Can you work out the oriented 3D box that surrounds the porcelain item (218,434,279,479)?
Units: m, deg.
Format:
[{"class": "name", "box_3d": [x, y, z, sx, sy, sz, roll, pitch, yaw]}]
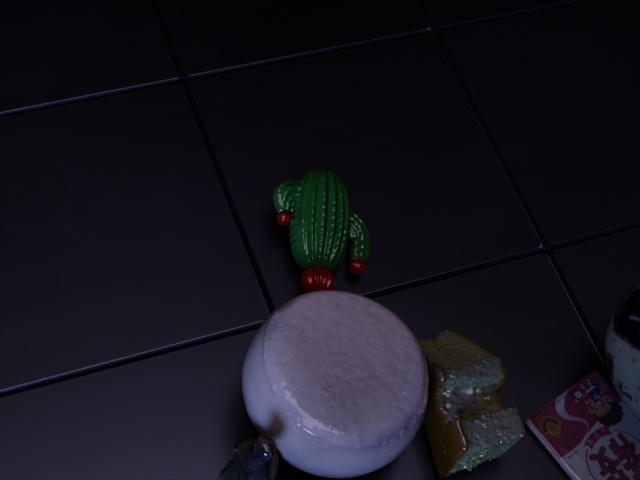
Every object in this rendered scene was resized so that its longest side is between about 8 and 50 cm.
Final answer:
[{"class": "porcelain item", "box_3d": [-0.094, 0.314, 1.670, 0.069, 0.216, 0.081, -10, 63, -17]}]

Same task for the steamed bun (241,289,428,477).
[{"class": "steamed bun", "box_3d": [0.015, 0.222, 1.764, 0.283, 0.177, 0.283, 12, 51, -15]}]

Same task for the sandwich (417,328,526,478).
[{"class": "sandwich", "box_3d": [0.211, 0.230, 1.831, 0.122, 0.128, 0.236, -6, 61, -23]}]

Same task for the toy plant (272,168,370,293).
[{"class": "toy plant", "box_3d": [0.009, -0.007, 1.959, 0.154, 0.088, 0.240, -10, 68, -32]}]

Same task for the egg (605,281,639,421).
[{"class": "egg", "box_3d": [0.619, 0.197, 1.831, 0.379, 0.287, 0.287, 36, 59, -4]}]

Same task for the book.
[{"class": "book", "box_3d": [0.451, 0.331, 1.873, 0.162, 0.022, 0.232, -29, 68, -24]}]
